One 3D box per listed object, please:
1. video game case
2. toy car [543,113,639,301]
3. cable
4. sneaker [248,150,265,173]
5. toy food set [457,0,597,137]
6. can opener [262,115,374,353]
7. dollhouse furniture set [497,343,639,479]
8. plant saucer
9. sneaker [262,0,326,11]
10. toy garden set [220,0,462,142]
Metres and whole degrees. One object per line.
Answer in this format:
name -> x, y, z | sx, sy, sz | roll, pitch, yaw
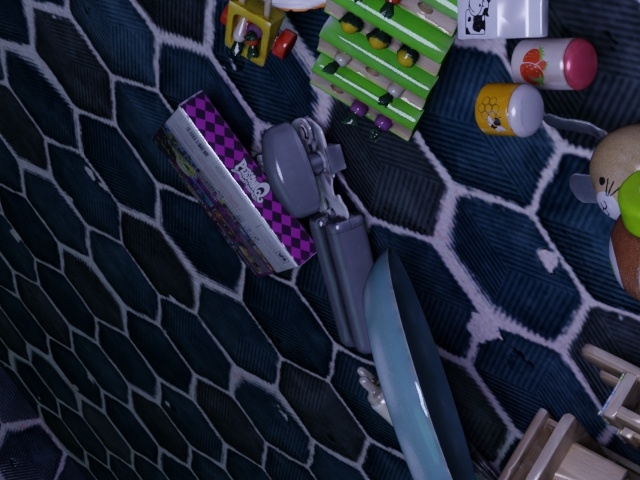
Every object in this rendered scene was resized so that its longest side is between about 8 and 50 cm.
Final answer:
video game case -> -0.110, -0.060, 1.427 | 0.232, 0.042, 0.210 | 53, 163, -5
toy car -> 0.246, -0.036, 0.911 | 0.188, 0.149, 0.155 | 36, 160, 47
cable -> 0.147, 0.253, 1.425 | 0.287, 0.072, 0.139 | 52, 174, -13
sneaker -> -0.056, -0.095, 1.372 | 0.083, 0.032, 0.037 | 28, 121, 40
toy food set -> 0.173, -0.190, 0.835 | 0.104, 0.111, 0.232 | 8, 104, 44
can opener -> 0.000, 0.000, 1.305 | 0.076, 0.095, 0.283 | 16, 124, 62
dollhouse furniture set -> 0.236, 0.224, 1.144 | 0.161, 0.212, 0.242 | 27, 171, 33
plant saucer -> 0.104, 0.162, 1.215 | 0.317, 0.044, 0.317 | -18, -90, -82
sneaker -> 0.008, -0.265, 1.030 | 0.262, 0.099, 0.121 | 22, 133, 29
toy garden set -> 0.003, -0.175, 0.968 | 0.204, 0.049, 0.244 | 32, 162, 6
